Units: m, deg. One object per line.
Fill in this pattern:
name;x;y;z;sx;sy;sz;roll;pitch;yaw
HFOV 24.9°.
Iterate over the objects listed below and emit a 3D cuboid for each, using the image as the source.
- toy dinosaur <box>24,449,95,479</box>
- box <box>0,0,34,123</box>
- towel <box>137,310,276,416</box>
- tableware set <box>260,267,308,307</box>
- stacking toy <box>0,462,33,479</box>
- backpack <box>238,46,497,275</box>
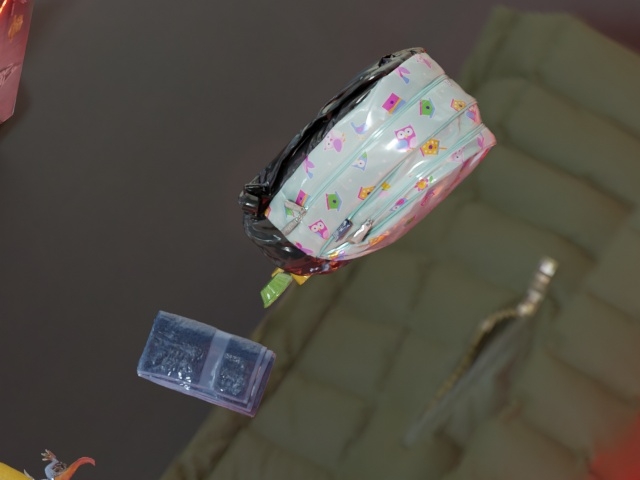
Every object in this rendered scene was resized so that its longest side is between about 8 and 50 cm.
toy dinosaur;-0.306;0.274;1.629;0.090;0.082;0.047;-15;126;9
box;-0.375;-0.190;1.510;0.056;0.183;0.231;28;129;8
towel;-0.105;0.112;1.334;0.119;0.067;0.029;19;175;3
tableware set;0.000;0.000;1.249;0.024;0.154;0.104;42;122;-5
stacking toy;-0.203;0.234;0.800;0.480;0.351;0.350;43;166;34
backpack;0.041;-0.060;1.090;0.115;0.152;0.182;45;122;-2
